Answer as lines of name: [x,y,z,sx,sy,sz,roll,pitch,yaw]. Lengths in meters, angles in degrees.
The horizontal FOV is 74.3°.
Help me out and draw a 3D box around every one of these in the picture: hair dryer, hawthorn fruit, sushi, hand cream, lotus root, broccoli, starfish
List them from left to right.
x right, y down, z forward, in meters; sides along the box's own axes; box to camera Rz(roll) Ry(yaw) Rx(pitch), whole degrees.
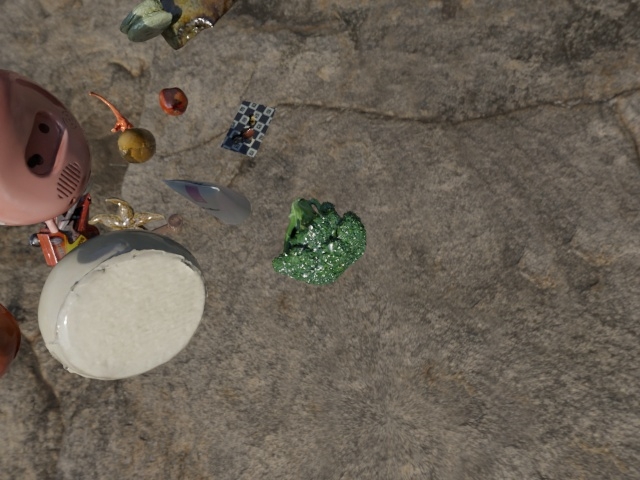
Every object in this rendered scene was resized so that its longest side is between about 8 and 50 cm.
starfish: [-0.700,-0.053,1.542,0.278,0.235,0.062,-7,29,-8]
hair dryer: [-0.662,-0.042,1.759,0.182,0.117,0.064,-28,85,-26]
hawthorn fruit: [-0.651,-0.604,1.865,0.125,0.125,0.140,6,91,12]
lotus root: [-0.295,-0.624,1.030,0.210,0.142,0.313,-21,44,28]
hand cream: [-0.343,-0.136,1.384,0.186,0.359,0.117,12,85,15]
sushi: [-0.244,-0.387,1.474,0.139,0.031,0.200,20,79,16]
broccoli: [0.000,0.000,1.289,0.308,0.307,0.275,-23,61,-1]

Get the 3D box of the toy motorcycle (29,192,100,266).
toy motorcycle: [-0.653,0.003,1.118,0.089,0.171,0.297,5,111,33]

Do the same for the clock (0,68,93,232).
clock: [-0.448,-0.134,0.635,0.143,0.241,0.227,-4,70,21]

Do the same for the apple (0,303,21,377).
apple: [-0.522,0.151,0.601,0.164,0.139,0.163,7,111,18]

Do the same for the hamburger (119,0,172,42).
hamburger: [-0.386,-0.468,0.916,0.121,0.054,0.084,-6,30,50]

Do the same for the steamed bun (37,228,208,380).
steamed bun: [-0.478,0.141,1.037,0.241,0.374,0.374,27,72,43]

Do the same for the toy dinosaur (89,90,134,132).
toy dinosaur: [-0.706,-0.409,1.503,0.055,0.279,0.101,-27,39,15]

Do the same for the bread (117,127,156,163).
bread: [-0.586,-0.310,1.372,0.078,0.189,0.114,-9,109,11]
